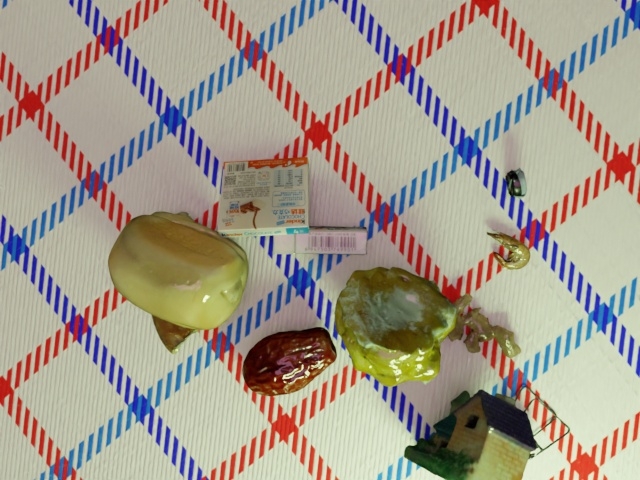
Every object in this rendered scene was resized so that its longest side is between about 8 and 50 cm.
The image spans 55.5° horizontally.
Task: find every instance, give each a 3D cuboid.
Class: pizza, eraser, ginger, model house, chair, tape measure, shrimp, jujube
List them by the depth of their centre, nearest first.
[{"bbox_3d":[0.436,0.560,1.745,0.245,0.312,0.280,29,76,-21],"label":"model house"},{"bbox_3d":[0.611,0.580,1.841,0.145,0.140,0.221,42,96,2],"label":"chair"},{"bbox_3d":[-0.096,0.366,1.849,0.291,0.197,0.197,-23,89,4],"label":"jujube"},{"bbox_3d":[0.595,-0.172,1.853,0.054,0.094,0.091,-9,89,5],"label":"tape measure"},{"bbox_3d":[0.000,0.000,1.873,0.288,0.130,0.086,1,94,2],"label":"eraser"},{"bbox_3d":[0.495,0.291,1.883,0.259,0.065,0.149,39,105,-4],"label":"ginger"},{"bbox_3d":[0.574,0.031,1.890,0.163,0.045,0.095,30,113,-2],"label":"shrimp"},{"bbox_3d":[-0.425,0.261,1.897,0.188,0.080,0.204,-11,54,-10],"label":"pizza"}]

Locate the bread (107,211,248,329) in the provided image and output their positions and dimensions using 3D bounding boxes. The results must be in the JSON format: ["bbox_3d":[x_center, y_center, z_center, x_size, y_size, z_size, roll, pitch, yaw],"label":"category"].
[{"bbox_3d":[-0.411,0.097,1.801,0.376,0.348,0.252,20,112,4],"label":"bread"}]

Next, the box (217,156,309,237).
[{"bbox_3d":[-0.169,-0.134,1.859,0.274,0.048,0.264,-2,58,3],"label":"box"}]

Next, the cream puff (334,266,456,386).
[{"bbox_3d":[0.217,0.266,1.787,0.379,0.275,0.378,5,54,-7],"label":"cream puff"}]
